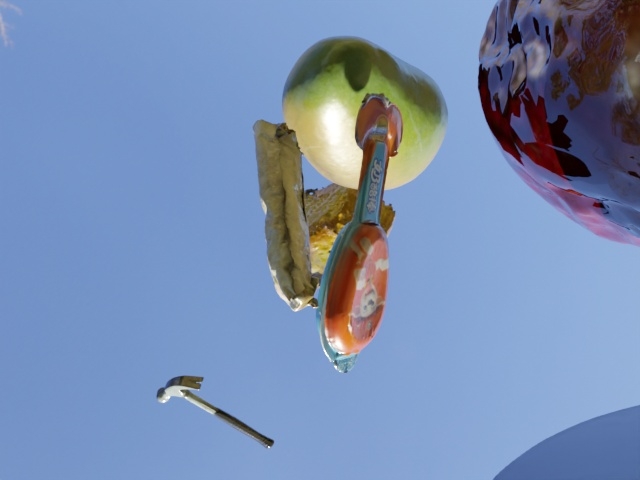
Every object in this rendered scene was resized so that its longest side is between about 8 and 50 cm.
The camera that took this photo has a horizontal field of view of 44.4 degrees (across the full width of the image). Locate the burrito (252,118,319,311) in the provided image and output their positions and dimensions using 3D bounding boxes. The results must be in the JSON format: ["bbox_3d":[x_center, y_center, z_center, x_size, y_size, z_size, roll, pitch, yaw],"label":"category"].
[{"bbox_3d":[-0.033,-0.026,0.690,0.045,0.041,0.185,34,-136,-54],"label":"burrito"}]

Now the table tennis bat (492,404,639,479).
[{"bbox_3d":[0.136,0.099,0.314,0.301,0.174,0.022,-9,-97,-53],"label":"table tennis bat"}]

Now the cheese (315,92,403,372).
[{"bbox_3d":[0.039,-0.003,0.704,0.106,0.037,0.255,-2,-77,-59],"label":"cheese"}]

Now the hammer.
[{"bbox_3d":[-0.182,0.327,1.476,0.246,0.103,0.029,35,-138,-20],"label":"hammer"}]

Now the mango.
[{"bbox_3d":[0.046,-0.127,0.817,0.251,0.157,0.114,18,-126,-63],"label":"mango"}]

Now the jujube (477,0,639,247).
[{"bbox_3d":[0.208,-0.097,0.473,0.223,0.223,0.318,55,-168,-4],"label":"jujube"}]

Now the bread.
[{"bbox_3d":[0.005,0.001,1.460,0.160,0.261,0.147,51,-137,-27],"label":"bread"}]
